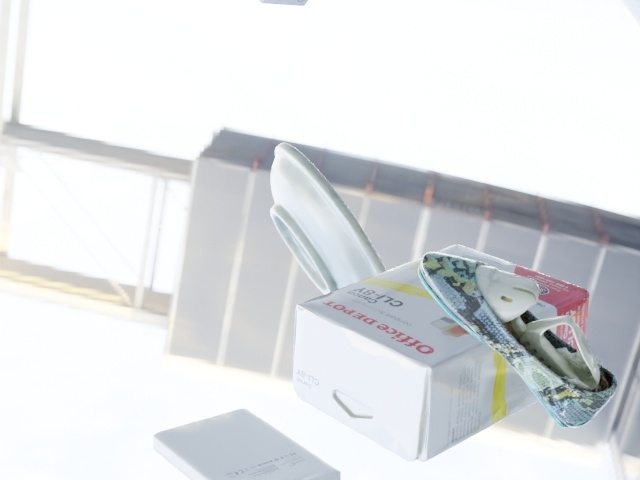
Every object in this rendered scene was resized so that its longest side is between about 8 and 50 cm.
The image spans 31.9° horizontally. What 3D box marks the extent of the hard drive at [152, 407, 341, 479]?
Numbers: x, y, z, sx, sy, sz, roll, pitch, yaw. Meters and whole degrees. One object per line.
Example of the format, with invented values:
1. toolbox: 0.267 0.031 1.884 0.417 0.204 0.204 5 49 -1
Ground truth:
1. hard drive: -0.135 0.387 1.976 0.203 0.040 0.307 -11 -161 -33

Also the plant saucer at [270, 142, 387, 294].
1. plant saucer: 0.000 0.000 2.188 0.100 0.400 0.400 -34 -146 -8

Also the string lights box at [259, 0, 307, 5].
1. string lights box: -0.003 -0.381 1.144 0.076 0.260 0.133 -11 -120 -49

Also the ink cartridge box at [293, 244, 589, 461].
1. ink cartridge box: 0.187 0.157 1.722 0.384 0.160 0.279 -19 -151 -40

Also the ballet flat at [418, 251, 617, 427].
1. ballet flat: 0.159 0.065 0.869 0.188 0.070 0.070 44 -163 -13

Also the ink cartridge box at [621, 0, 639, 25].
1. ink cartridge box: 0.347 -0.193 0.920 0.206 0.045 0.208 52 -126 -4
